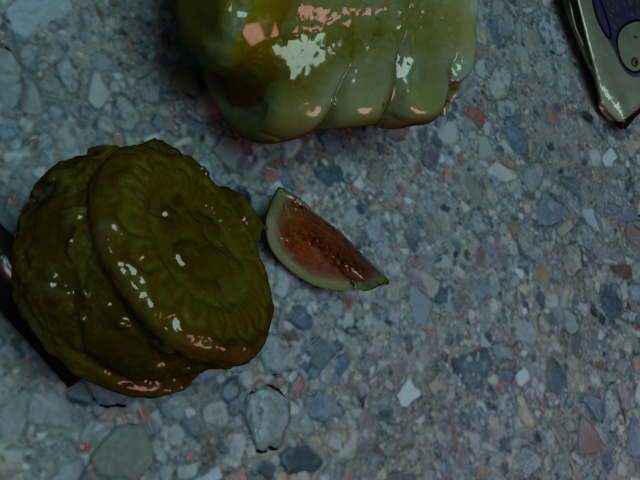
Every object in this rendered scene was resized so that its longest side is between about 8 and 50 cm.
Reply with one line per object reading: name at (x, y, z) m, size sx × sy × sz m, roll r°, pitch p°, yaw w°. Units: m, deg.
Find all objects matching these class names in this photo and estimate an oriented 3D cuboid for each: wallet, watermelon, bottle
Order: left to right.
bottle at (-0.260, 0.054, 0.778) m, size 0.164 × 0.060 × 0.060 m, roll 52°, pitch 57°, yaw -9°
watermelon at (-0.010, 0.009, 0.943) m, size 0.163 × 0.087 × 0.069 m, roll 40°, pitch 90°, yaw -17°
wallet at (0.504, -0.342, 1.355) m, size 0.335 × 0.068 × 0.275 m, roll -35°, pitch 99°, yaw -32°

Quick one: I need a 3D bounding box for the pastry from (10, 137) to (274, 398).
pastry at (-0.160, 0.021, 0.785) m, size 0.240 × 0.132 × 0.235 m, roll 42°, pitch 28°, yaw -36°

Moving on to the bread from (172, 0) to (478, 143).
bread at (-0.009, -0.259, 0.931) m, size 0.341 × 0.210 × 0.300 m, roll -16°, pitch 108°, yaw -28°
